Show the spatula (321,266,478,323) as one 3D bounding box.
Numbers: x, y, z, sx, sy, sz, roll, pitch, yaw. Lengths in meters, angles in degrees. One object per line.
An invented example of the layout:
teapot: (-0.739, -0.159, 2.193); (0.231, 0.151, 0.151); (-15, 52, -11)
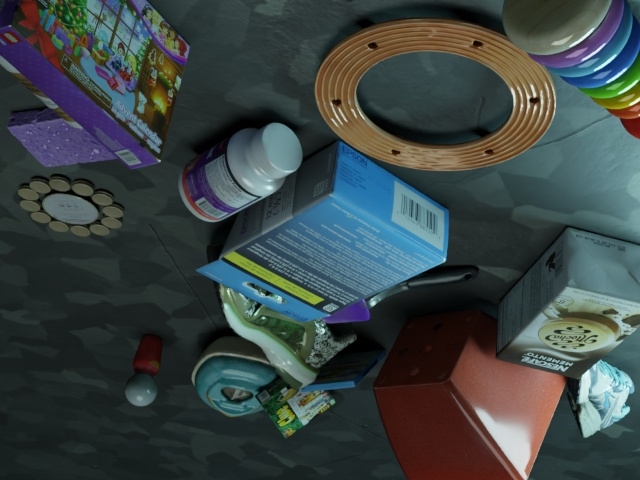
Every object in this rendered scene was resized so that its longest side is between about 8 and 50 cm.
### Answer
spatula: (0.134, 0.090, 2.143); (0.297, 0.030, 0.084); (-16, 130, 10)

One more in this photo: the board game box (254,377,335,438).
board game box: (-0.049, 0.332, 2.534); (0.136, 0.030, 0.259); (-33, 155, -5)

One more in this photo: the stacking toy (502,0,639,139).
stacking toy: (0.364, -0.221, 1.530); (0.141, 0.141, 0.330); (-15, 147, 34)

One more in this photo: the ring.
ring: (0.159, -0.203, 1.698); (0.337, 0.032, 0.336); (7, 150, 4)

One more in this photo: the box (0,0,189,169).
box: (-0.290, -0.255, 1.558); (0.057, 0.201, 0.293); (-10, 145, 30)

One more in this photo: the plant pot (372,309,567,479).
plant pot: (0.255, 0.276, 2.250); (0.267, 0.267, 0.235); (-11, 126, 43)

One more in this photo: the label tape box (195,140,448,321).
label tape box: (0.000, 0.000, 1.988); (0.249, 0.115, 0.348); (29, 143, -31)

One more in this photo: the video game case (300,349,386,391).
video game case: (0.046, 0.255, 2.391); (0.119, 0.166, 0.015); (-9, 102, 27)

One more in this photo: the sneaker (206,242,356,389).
sneaker: (-0.065, 0.106, 2.212); (0.182, 0.158, 0.410); (-31, 138, 8)

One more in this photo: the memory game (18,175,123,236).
memory game: (-0.431, -0.058, 2.106); (0.186, 0.012, 0.186); (6, 149, 3)

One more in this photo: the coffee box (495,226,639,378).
coffee box: (0.431, 0.113, 2.069); (0.168, 0.118, 0.297); (13, 149, -9)

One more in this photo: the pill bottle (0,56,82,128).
pill bottle: (-0.363, -0.264, 1.629); (0.131, 0.131, 0.229); (-11, 144, 29)

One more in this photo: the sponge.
sponge: (-0.368, -0.167, 1.891); (0.210, 0.031, 0.117); (-6, 147, 22)

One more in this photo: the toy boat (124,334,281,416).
toy boat: (-0.237, 0.292, 2.507); (0.318, 0.148, 0.267); (10, 149, -3)

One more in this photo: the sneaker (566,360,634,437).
sneaker: (0.536, 0.268, 2.347); (0.122, 0.110, 0.283); (-20, 142, 3)

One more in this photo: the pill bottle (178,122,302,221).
pill bottle: (-0.120, -0.107, 1.852); (0.108, 0.108, 0.193); (30, 143, -32)
